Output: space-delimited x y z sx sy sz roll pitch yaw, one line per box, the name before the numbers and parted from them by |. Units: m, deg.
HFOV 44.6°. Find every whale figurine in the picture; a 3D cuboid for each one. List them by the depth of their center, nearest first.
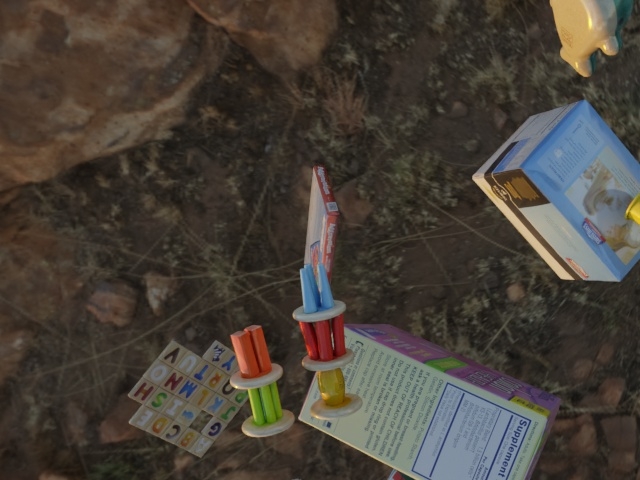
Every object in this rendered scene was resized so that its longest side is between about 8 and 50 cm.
whale figurine | 0.606 -0.493 1.737 0.141 0.272 0.216 -31 58 -7

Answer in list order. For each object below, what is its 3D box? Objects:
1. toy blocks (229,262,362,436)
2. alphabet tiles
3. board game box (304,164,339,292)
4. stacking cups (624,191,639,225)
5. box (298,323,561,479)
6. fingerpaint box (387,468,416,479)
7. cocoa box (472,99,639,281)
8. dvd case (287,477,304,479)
toy blocks | -0.031 0.102 0.752 0.123 0.054 0.148 -12 100 -8
alphabet tiles | -0.223 0.271 1.388 0.198 0.237 0.009 -51 45 -5
board game box | 0.000 0.000 1.596 0.027 0.281 0.145 -4 46 -10
stacking cups | 0.769 0.009 1.556 0.316 0.096 0.096 42 108 28
box | 0.135 0.194 0.903 0.243 0.213 0.117 23 93 22
fingerpaint box | 0.321 0.494 1.307 0.371 0.445 0.163 28 79 23
cocoa box | 0.571 -0.103 1.764 0.347 0.228 0.231 46 77 -11
dvd case | -0.108 0.422 1.056 0.030 0.179 0.239 34 144 -20
